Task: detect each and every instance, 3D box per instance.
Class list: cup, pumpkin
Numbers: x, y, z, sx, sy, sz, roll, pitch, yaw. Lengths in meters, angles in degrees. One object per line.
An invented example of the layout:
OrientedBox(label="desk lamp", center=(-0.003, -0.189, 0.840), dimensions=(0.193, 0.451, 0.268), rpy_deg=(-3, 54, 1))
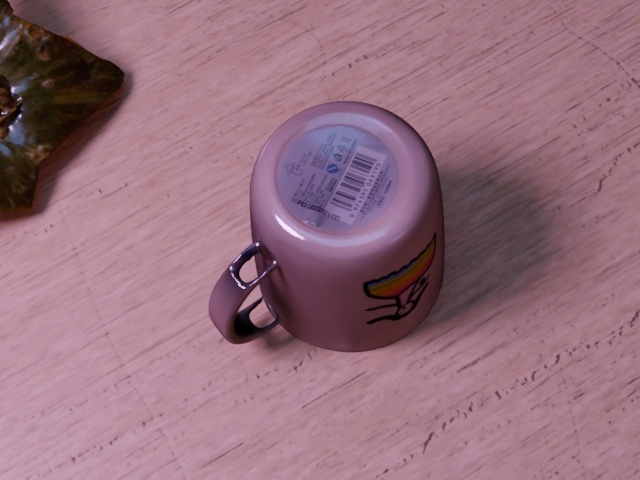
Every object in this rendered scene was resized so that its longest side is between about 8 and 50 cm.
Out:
OrientedBox(label="cup", center=(0.000, 0.000, 1.274), dimensions=(0.253, 0.200, 0.191), rpy_deg=(-34, 67, -12))
OrientedBox(label="pumpkin", center=(-0.383, -0.144, 1.387), dimensions=(0.258, 0.095, 0.290), rpy_deg=(39, 76, -16))
